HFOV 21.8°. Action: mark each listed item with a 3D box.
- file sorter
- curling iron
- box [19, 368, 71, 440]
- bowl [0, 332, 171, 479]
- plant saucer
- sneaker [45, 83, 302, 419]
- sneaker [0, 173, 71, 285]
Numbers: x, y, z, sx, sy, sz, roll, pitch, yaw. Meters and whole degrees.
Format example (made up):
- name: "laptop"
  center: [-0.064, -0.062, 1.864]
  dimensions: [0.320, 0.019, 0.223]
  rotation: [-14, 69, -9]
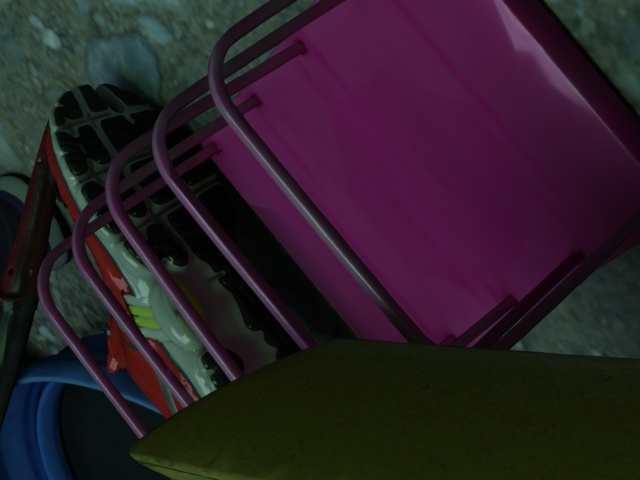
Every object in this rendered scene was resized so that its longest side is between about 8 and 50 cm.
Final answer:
- name: "file sorter"
  center: [0.000, 0.000, 0.865]
  dimensions: [0.202, 0.182, 0.290]
  rotation: [51, 147, 2]
- name: "curling iron"
  center: [-0.204, 0.033, 1.142]
  dimensions: [0.274, 0.035, 0.068]
  rotation: [-69, 26, 13]
- name: "box"
  center: [-0.287, 0.163, 1.433]
  dimensions: [0.233, 0.044, 0.159]
  rotation: [22, 140, 13]
- name: "bowl"
  center: [-0.084, 0.231, 1.241]
  dimensions: [0.391, 0.077, 0.391]
  rotation: [24, 139, 23]
- name: "plant saucer"
  center: [0.139, 0.121, 0.643]
  dimensions: [0.332, 0.081, 0.333]
  rotation: [28, 165, -28]
- name: "sneaker"
  center: [-0.108, 0.033, 1.046]
  dimensions: [0.118, 0.107, 0.279]
  rotation: [-41, 72, 44]
- name: "sneaker"
  center: [-0.318, 0.023, 1.321]
  dimensions: [0.283, 0.124, 0.107]
  rotation: [-18, 106, 55]
